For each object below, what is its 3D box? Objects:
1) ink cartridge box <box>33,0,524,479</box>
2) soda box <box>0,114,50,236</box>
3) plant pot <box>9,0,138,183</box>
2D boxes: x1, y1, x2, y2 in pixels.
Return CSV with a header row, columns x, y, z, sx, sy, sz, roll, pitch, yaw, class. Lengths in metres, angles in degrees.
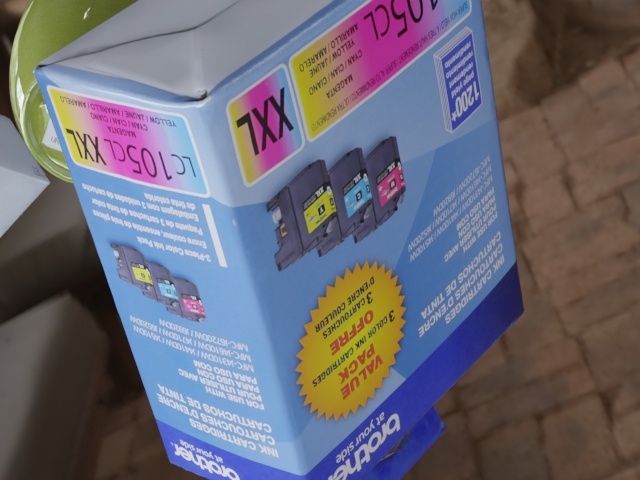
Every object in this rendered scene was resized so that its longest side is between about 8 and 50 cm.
x,y,z,sx,sy,sz,roll,pitch,yaw,class
0.000,0.000,0.990,0.151,0.395,0.270,18,45,36,ink cartridge box
-0.273,-0.058,0.893,0.074,0.069,0.216,-44,-28,14,soda box
-0.232,-0.167,1.596,0.275,0.274,0.293,-22,18,9,plant pot
